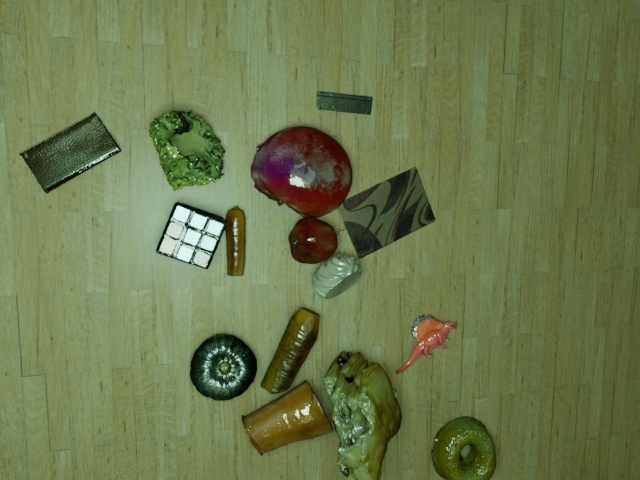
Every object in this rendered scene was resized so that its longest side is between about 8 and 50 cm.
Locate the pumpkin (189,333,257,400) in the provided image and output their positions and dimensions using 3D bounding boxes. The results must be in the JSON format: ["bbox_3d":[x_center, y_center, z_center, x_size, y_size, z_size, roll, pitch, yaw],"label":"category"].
[{"bbox_3d":[-0.308,0.404,1.496,0.212,0.152,0.211,-1,93,-19],"label":"pumpkin"}]

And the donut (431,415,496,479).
[{"bbox_3d":[0.564,0.825,1.806,0.272,0.107,0.271,-1,94,-16],"label":"donut"}]

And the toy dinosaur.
[{"bbox_3d":[0.369,0.363,1.731,0.286,0.070,0.138,-30,93,-7],"label":"toy dinosaur"}]

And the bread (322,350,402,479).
[{"bbox_3d":[0.139,0.564,1.521,0.192,0.370,0.314,-19,109,23],"label":"bread"}]

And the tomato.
[{"bbox_3d":[-0.042,-0.231,1.490,0.335,0.176,0.289,32,84,-15],"label":"tomato"}]

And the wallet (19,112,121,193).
[{"bbox_3d":[-0.727,-0.256,1.371,0.243,0.039,0.132,-34,97,-9],"label":"wallet"}]

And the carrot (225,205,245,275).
[{"bbox_3d":[-0.272,0.002,1.508,0.067,0.067,0.225,-1,99,-15],"label":"carrot"}]

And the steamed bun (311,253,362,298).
[{"bbox_3d":[0.052,0.111,1.565,0.183,0.183,0.106,-36,70,-9],"label":"steamed bun"}]

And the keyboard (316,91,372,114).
[{"bbox_3d":[0.081,-0.463,1.579,0.196,0.018,0.060,2,103,-15],"label":"keyboard"}]

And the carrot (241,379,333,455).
[{"bbox_3d":[-0.110,0.603,1.554,0.254,0.196,0.195,-26,102,-9],"label":"carrot"}]

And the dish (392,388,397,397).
[{"bbox_3d":[0.248,0.609,1.722,0.039,0.091,0.137,8,92,29],"label":"dish"}]

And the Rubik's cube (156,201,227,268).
[{"bbox_3d":[-0.389,-0.019,1.423,0.162,0.160,0.163,23,89,-16],"label":"Rubik's cube"}]

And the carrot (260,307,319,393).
[{"bbox_3d":[-0.094,0.372,1.573,0.114,0.114,0.301,25,91,-16],"label":"carrot"}]

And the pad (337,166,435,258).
[{"bbox_3d":[0.239,-0.099,1.667,0.330,0.004,0.220,-27,102,-11],"label":"pad"}]

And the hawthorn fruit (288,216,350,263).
[{"bbox_3d":[0.000,0.000,1.549,0.204,0.163,0.162,-4,97,-29],"label":"hawthorn fruit"}]

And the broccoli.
[{"bbox_3d":[-0.416,-0.248,1.366,0.180,0.273,0.242,-24,102,22],"label":"broccoli"}]
